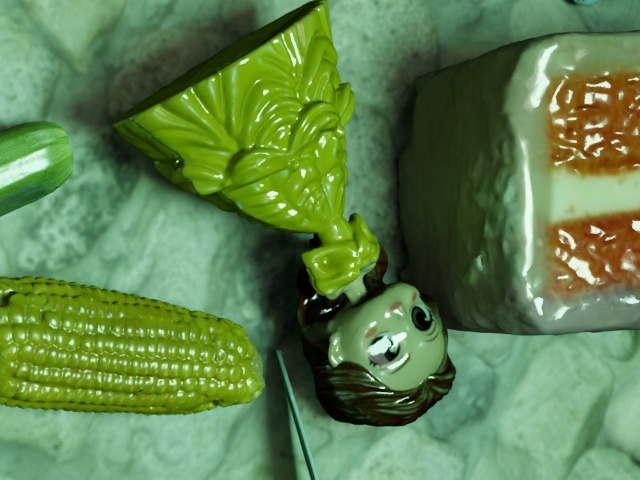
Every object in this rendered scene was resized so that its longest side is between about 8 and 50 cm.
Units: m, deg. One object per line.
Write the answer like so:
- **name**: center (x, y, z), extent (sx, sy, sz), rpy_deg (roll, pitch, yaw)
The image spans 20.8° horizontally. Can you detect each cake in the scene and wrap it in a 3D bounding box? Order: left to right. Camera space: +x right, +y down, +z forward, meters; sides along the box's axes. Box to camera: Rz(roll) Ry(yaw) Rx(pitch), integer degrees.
- **cake**: center (0.232, -0.040, 1.389), extent (0.309, 0.230, 0.237), rpy_deg (-2, 88, -24)

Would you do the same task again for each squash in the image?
- **squash**: center (-0.283, -0.029, 1.248), extent (0.229, 0.066, 0.066), rpy_deg (-22, 98, -23)

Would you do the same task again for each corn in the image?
- **corn**: center (-0.162, 0.082, 1.285), extent (0.262, 0.097, 0.097), rpy_deg (10, 85, -29)

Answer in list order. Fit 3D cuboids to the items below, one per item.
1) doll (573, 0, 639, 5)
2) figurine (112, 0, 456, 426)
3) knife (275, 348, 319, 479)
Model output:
- **doll**: center (0.262, -0.287, 1.504), extent (0.120, 0.075, 0.179), rpy_deg (-12, 71, 13)
- **figurine**: center (0.003, -0.001, 1.317), extent (0.315, 0.168, 0.187), rpy_deg (60, 28, -11)
- **knife**: center (0.013, 0.244, 1.347), extent (0.044, 0.080, 0.331), rpy_deg (-17, 88, -2)
